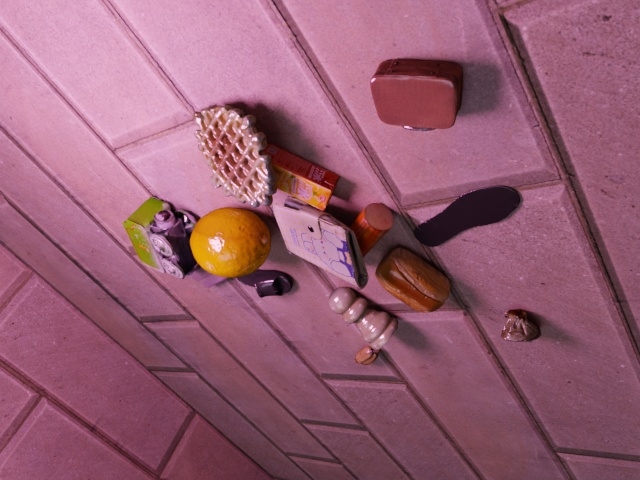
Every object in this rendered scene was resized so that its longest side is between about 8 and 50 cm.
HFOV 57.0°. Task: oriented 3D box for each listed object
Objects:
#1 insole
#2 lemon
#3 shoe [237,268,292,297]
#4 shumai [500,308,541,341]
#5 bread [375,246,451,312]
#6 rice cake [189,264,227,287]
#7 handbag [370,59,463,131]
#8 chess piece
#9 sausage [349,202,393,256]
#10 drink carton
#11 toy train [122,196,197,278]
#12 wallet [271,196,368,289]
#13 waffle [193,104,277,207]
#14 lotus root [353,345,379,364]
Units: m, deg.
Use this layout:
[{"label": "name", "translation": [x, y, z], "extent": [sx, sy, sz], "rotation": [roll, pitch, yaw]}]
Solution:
[{"label": "insole", "translation": [0.377, -0.061, 1.562], "extent": [0.119, 0.009, 0.348], "rotation": [39, 142, -13]}, {"label": "lemon", "translation": [-0.287, 0.007, 1.888], "extent": [0.236, 0.236, 0.263], "rotation": [44, 151, -21]}, {"label": "shoe", "translation": [-0.217, 0.166, 2.156], "extent": [0.240, 0.093, 0.108], "rotation": [8, 139, 28]}, {"label": "shumai", "translation": [0.592, 0.247, 1.750], "extent": [0.099, 0.123, 0.087], "rotation": [6, 102, 56]}, {"label": "bread", "translation": [0.278, 0.126, 1.773], "extent": [0.236, 0.106, 0.140], "rotation": [34, 142, -9]}, {"label": "rice cake", "translation": [-0.392, 0.105, 2.229], "extent": [0.106, 0.050, 0.298], "rotation": [41, 142, -16]}, {"label": "handbag", "translation": [0.213, -0.318, 1.300], "extent": [0.193, 0.072, 0.151], "rotation": [9, 141, 21]}, {"label": "chess piece", "translation": [0.135, 0.251, 2.021], "extent": [0.243, 0.133, 0.133], "rotation": [39, 143, -4]}, {"label": "sausage", "translation": [0.108, 0.005, 1.749], "extent": [0.092, 0.093, 0.312], "rotation": [31, 145, -4]}, {"label": "drink carton", "translation": [-0.066, -0.178, 1.652], "extent": [0.222, 0.071, 0.096], "rotation": [26, 143, 2]}, {"label": "toy train", "translation": [-0.556, -0.009, 2.107], "extent": [0.248, 0.173, 0.307], "rotation": [22, 145, 23]}, {"label": "wallet", "translation": [0.000, 0.000, 1.731], "extent": [0.309, 0.077, 0.223], "rotation": [25, 139, 42]}, {"label": "waffle", "translation": [-0.235, -0.231, 1.624], "extent": [0.309, 0.056, 0.292], "rotation": [15, 129, 41]}, {"label": "lotus root", "translation": [0.177, 0.441, 2.262], "extent": [0.072, 0.063, 0.152], "rotation": [15, 145, -30]}]
